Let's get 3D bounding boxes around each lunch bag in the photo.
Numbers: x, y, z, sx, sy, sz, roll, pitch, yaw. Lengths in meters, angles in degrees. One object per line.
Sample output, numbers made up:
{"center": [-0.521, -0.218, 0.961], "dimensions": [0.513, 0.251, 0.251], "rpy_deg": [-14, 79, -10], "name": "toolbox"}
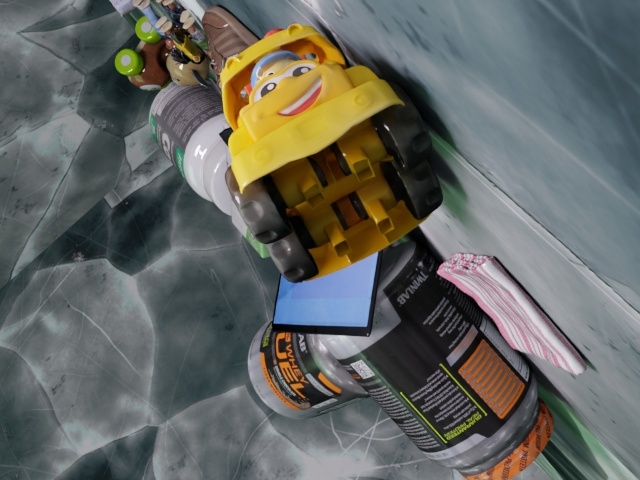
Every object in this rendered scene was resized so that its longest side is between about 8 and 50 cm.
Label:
{"center": [-0.393, -0.498, 1.644], "dimensions": [0.053, 0.071, 0.083], "rpy_deg": [53, 178, -22], "name": "lunch bag"}

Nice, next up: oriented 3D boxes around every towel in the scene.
{"center": [0.195, 0.075, 0.844], "dimensions": [0.144, 0.029, 0.197], "rpy_deg": [47, 178, -1], "name": "towel"}

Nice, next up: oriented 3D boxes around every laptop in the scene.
{"center": [-0.039, -0.020, 1.030], "dimensions": [0.234, 0.136, 0.264], "rpy_deg": [-7, 124, 55], "name": "laptop"}

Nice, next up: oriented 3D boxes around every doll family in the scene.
{"center": [-0.235, -0.344, 1.332], "dimensions": [0.193, 0.076, 0.111], "rpy_deg": [52, -175, 37], "name": "doll family"}

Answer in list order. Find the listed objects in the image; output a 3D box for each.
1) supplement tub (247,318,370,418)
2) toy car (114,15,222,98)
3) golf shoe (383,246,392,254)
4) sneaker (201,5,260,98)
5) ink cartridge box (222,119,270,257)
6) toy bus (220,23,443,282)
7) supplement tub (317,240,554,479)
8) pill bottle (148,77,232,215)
{"center": [0.026, 0.189, 1.417], "dimensions": [0.207, 0.207, 0.338], "rpy_deg": [48, 144, -3], "name": "supplement tub"}
{"center": [-0.282, -0.339, 1.606], "dimensions": [0.188, 0.149, 0.155], "rpy_deg": [35, -173, 13], "name": "toy car"}
{"center": [0.153, 0.083, 1.452], "dimensions": [0.186, 0.068, 0.086], "rpy_deg": [59, -177, -22], "name": "golf shoe"}
{"center": [-0.108, -0.220, 0.959], "dimensions": [0.188, 0.071, 0.066], "rpy_deg": [45, 177, 42], "name": "sneaker"}
{"center": [-0.106, -0.105, 1.477], "dimensions": [0.160, 0.093, 0.219], "rpy_deg": [46, 144, 51], "name": "ink cartridge box"}
{"center": [-0.012, -0.097, 0.655], "dimensions": [0.211, 0.150, 0.220], "rpy_deg": [64, -178, 22], "name": "toy bus"}
{"center": [0.161, 0.173, 1.098], "dimensions": [0.316, 0.193, 0.193], "rpy_deg": [49, 178, -7], "name": "supplement tub"}
{"center": [-0.218, -0.203, 1.708], "dimensions": [0.204, 0.204, 0.361], "rpy_deg": [50, 177, -41], "name": "pill bottle"}
